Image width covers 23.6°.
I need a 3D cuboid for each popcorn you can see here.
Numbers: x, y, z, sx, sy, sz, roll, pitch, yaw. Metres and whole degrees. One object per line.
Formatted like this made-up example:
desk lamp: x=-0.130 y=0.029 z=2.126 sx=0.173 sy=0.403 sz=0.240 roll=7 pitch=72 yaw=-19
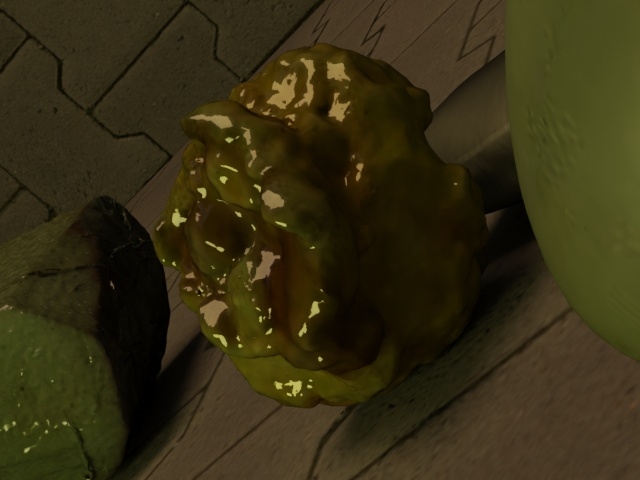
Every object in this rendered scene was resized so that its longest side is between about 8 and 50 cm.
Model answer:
popcorn: x=-0.005 y=0.000 z=0.808 sx=0.156 sy=0.197 sz=0.197 roll=-31 pitch=1 yaw=-29

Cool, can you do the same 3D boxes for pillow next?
pillow: x=0.142 y=-0.088 z=0.833 sx=0.144 sy=0.078 sz=0.254 roll=-43 pitch=5 yaw=-39

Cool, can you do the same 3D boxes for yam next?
yam: x=-0.229 y=0.102 z=1.308 sx=0.202 sy=0.201 sz=0.271 roll=-26 pitch=10 yaw=7

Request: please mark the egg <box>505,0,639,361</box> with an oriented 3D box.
egg: x=0.159 y=-0.088 z=0.387 sx=0.295 sy=0.218 sz=0.218 roll=-57 pitch=8 yaw=17
